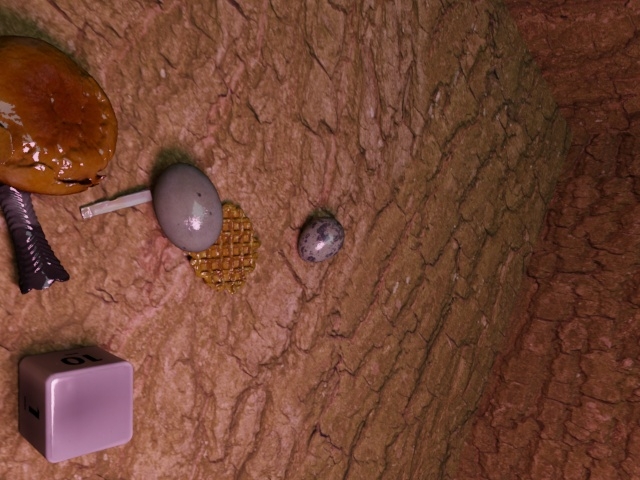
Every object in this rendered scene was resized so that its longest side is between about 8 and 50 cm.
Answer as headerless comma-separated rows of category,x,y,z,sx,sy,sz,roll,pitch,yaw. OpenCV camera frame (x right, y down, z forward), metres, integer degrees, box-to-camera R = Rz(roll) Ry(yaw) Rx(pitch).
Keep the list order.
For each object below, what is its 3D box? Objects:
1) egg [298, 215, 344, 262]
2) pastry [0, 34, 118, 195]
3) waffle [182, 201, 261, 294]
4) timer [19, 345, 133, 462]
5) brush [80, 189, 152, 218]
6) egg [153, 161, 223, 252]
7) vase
egg,0.000,0.000,1.884,0.172,0.132,0.132,-44,123,-15
pastry,-0.588,-0.262,1.239,0.356,0.163,0.356,20,63,-46
waffle,-0.272,0.018,1.678,0.238,0.058,0.243,-53,125,-27
timer,-0.558,0.363,1.344,0.192,0.195,0.194,-2,94,-43
brush,-0.508,-0.094,1.466,0.178,0.030,0.033,-20,123,-30
egg,-0.341,-0.085,1.522,0.169,0.169,0.237,-16,92,-41
vase,-0.644,-0.011,1.297,0.115,0.115,0.238,-24,105,-40
